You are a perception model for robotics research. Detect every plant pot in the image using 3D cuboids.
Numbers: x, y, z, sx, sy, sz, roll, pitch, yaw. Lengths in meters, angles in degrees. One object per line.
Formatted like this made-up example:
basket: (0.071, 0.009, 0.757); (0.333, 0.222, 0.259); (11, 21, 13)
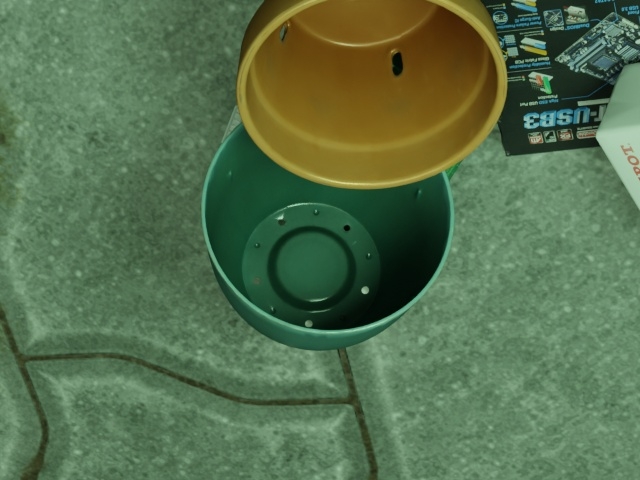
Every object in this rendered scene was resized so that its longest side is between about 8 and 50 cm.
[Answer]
plant pot: (0.000, 0.000, 2.182); (0.293, 0.293, 0.235); (20, 162, 2)
plant pot: (0.050, -0.229, 2.001); (0.291, 0.203, 0.291); (-2, 137, -2)

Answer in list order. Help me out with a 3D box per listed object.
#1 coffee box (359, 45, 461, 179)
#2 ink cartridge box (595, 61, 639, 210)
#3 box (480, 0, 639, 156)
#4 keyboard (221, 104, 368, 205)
coffee box: (0.103, -0.159, 2.195); (0.184, 0.040, 0.113); (28, 126, -5)
ink cartridge box: (0.474, -0.097, 1.948); (0.289, 0.121, 0.211); (-7, 132, 39)
box: (0.324, -0.246, 2.045); (0.295, 0.073, 0.293); (-6, 124, 20)
keyboard: (0.001, -0.096, 2.290); (0.256, 0.014, 0.072); (24, 128, -1)
